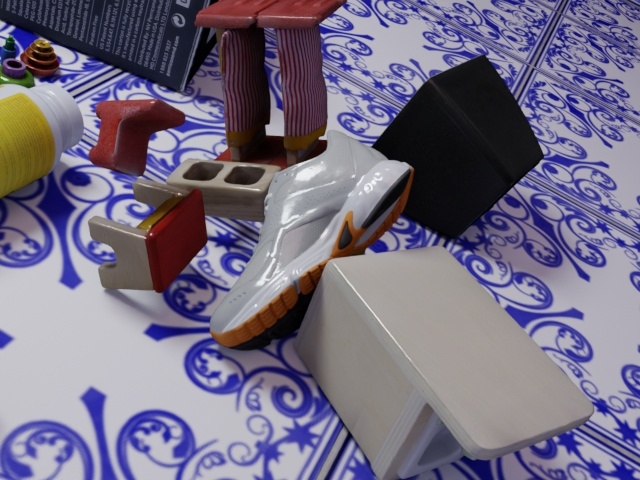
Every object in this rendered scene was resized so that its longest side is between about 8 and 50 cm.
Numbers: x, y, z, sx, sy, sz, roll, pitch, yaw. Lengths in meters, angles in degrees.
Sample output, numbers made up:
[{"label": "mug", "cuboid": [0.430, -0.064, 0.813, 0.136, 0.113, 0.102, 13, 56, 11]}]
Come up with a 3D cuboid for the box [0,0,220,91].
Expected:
[{"label": "box", "cuboid": [-0.314, -0.431, 1.091, 0.396, 0.212, 0.293, 21, 37, -5]}]

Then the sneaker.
[{"label": "sneaker", "cuboid": [-0.028, -0.005, 0.773, 0.121, 0.099, 0.262, 38, 71, 22]}]

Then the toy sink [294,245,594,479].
[{"label": "toy sink", "cuboid": [0.105, 0.131, 0.715, 0.153, 0.131, 0.234, -7, 42, -36]}]

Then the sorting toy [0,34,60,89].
[{"label": "sorting toy", "cuboid": [-0.370, -0.227, 0.948, 0.061, 0.042, 0.102, 28, 37, 3]}]

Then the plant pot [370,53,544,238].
[{"label": "plant pot", "cuboid": [0.187, -0.115, 1.038, 0.167, 0.188, 0.187, 48, 40, 8]}]

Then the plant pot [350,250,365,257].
[{"label": "plant pot", "cuboid": [0.000, 0.000, 0.861, 0.083, 0.081, 0.081, 1, 42, -12]}]

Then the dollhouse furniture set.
[{"label": "dollhouse furniture set", "cuboid": [-0.091, -0.121, 0.813, 0.152, 0.201, 0.374, 6, 32, 17]}]

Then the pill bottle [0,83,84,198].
[{"label": "pill bottle", "cuboid": [-0.328, -0.097, 0.762, 0.103, 0.103, 0.184, 33, 37, 10]}]
